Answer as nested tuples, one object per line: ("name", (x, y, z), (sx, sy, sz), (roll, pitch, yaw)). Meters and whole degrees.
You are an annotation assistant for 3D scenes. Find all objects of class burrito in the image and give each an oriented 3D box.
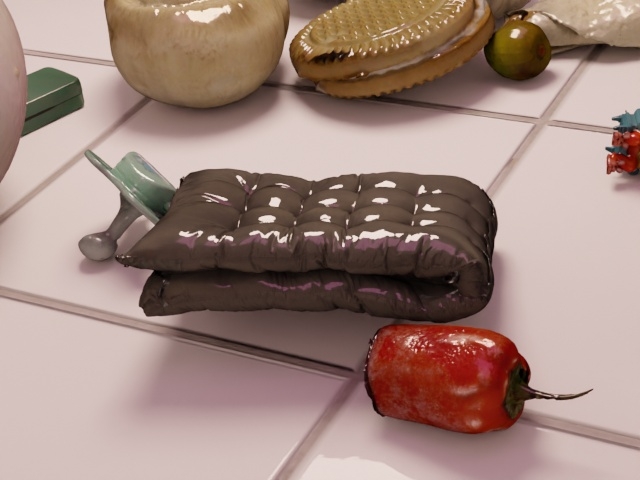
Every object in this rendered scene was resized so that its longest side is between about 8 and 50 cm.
("burrito", (0.427, -0.283, 1.647), (0.392, 0.076, 0.117), (-4, 38, 8))

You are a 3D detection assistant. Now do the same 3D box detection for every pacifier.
("pacifier", (-0.203, -0.026, 1.357), (0.150, 0.127, 0.116), (41, 92, 24))

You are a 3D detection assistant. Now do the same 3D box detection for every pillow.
("pillow", (0.000, 0.000, 1.220), (0.326, 0.101, 0.228), (-1, 20, 9))

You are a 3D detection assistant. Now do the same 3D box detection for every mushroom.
("mushroom", (-0.157, -0.296, 1.626), (0.260, 0.234, 0.254), (20, 37, 36))

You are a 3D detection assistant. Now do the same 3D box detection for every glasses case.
("glasses case", (-0.391, -0.161, 1.637), (0.078, 0.039, 0.184), (24, 43, 40))

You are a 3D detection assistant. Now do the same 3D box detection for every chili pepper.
("chili pepper", (0.130, 0.114, 1.064), (0.192, 0.086, 0.084), (3, -3, 31))

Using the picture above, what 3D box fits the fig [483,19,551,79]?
("fig", (0.237, -0.233, 1.605), (0.088, 0.074, 0.074), (7, 33, 43))

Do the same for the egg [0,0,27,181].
("egg", (-0.461, -0.140, 1.355), (0.354, 0.354, 0.340), (-26, 52, -28))

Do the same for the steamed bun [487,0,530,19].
("steamed bun", (0.211, -0.351, 1.763), (0.183, 0.106, 0.183), (0, 25, 0))

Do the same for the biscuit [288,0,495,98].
("biscuit", (0.088, -0.254, 1.620), (0.259, 0.079, 0.259), (-17, 27, 9))

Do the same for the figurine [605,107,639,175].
("figurine", (0.373, -0.096, 1.373), (0.140, 0.068, 0.075), (6, 31, 9))
